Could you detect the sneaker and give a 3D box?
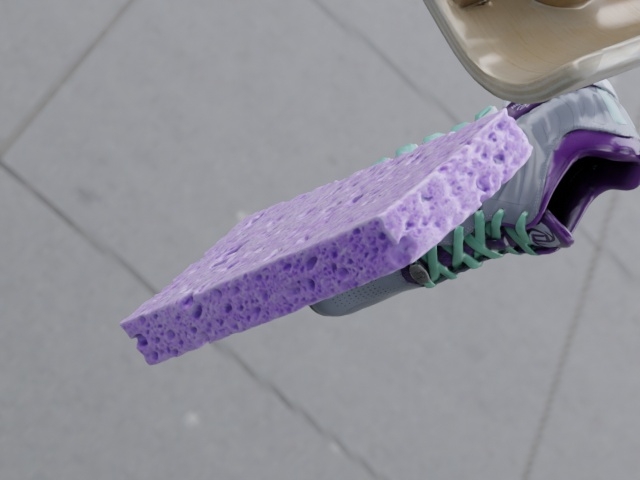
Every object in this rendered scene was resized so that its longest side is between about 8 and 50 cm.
[{"bbox_3d":[0.090,-0.014,1.155,0.083,0.223,0.098,49,6,-44],"label":"sneaker"}]

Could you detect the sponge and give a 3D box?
[{"bbox_3d":[0.000,0.000,0.986,0.117,0.210,0.031,-41,102,-42],"label":"sponge"}]

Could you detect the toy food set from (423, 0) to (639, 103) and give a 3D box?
[{"bbox_3d":[0.104,-0.209,0.741,0.219,0.092,0.306,-21,73,-24],"label":"toy food set"}]
